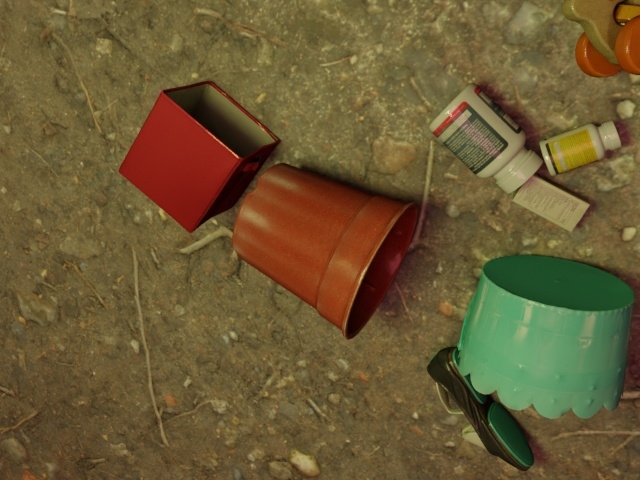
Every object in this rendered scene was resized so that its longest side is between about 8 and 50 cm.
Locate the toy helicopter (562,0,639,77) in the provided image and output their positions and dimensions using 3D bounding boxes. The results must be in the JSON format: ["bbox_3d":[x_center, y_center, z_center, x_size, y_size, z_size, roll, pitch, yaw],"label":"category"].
[{"bbox_3d":[0.434,-0.423,0.881,0.235,0.140,0.355,-41,104,4],"label":"toy helicopter"}]

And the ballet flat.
[{"bbox_3d":[0.311,0.340,1.224,0.096,0.095,0.280,-37,83,35],"label":"ballet flat"}]

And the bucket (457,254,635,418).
[{"bbox_3d":[0.380,0.148,1.033,0.281,0.281,0.183,10,109,16],"label":"bucket"}]

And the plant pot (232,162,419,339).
[{"bbox_3d":[0.000,0.000,1.126,0.265,0.272,0.272,26,115,17],"label":"plant pot"}]

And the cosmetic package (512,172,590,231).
[{"bbox_3d":[0.402,-0.070,1.071,0.115,0.041,0.060,31,115,7],"label":"cosmetic package"}]

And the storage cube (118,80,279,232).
[{"bbox_3d":[-0.231,-0.166,1.178,0.215,0.183,0.193,40,117,2],"label":"storage cube"}]

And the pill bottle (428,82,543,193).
[{"bbox_3d":[0.283,-0.169,1.041,0.180,0.108,0.108,45,116,0],"label":"pill bottle"}]

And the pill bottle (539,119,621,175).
[{"bbox_3d":[0.432,-0.156,1.018,0.116,0.065,0.065,-20,101,24],"label":"pill bottle"}]
